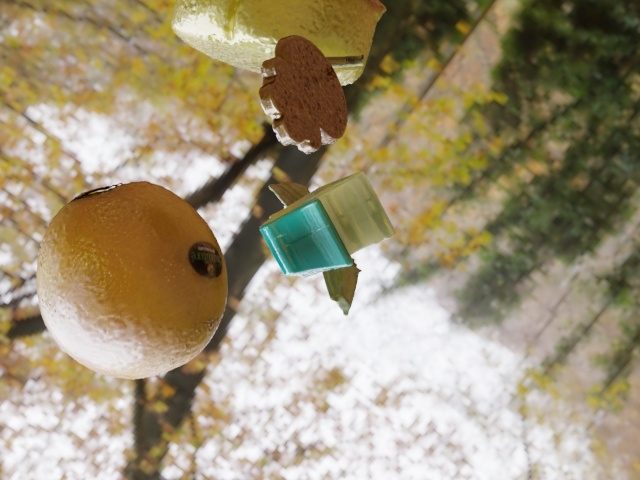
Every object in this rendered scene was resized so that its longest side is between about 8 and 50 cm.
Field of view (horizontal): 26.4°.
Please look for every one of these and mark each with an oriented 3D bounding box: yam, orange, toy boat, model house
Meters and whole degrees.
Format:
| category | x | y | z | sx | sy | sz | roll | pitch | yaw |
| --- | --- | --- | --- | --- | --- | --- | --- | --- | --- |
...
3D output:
| category | x | y | z | sx | sy | sz | roll | pitch | yaw |
| --- | --- | --- | --- | --- | --- | --- | --- | --- | --- |
| yam | -0.003 | -0.197 | 1.513 | 0.107 | 0.014 | 0.014 | -4 | -151 | -15 |
| orange | -0.259 | 0.054 | 1.871 | 0.274 | 0.274 | 0.274 | 34 | -165 | -10 |
| toy boat | 0.000 | 0.000 | 2.019 | 0.093 | 0.055 | 0.293 | 50 | -173 | -40 |
| model house | -0.001 | -0.009 | 1.792 | 0.127 | 0.149 | 0.100 | -18 | 100 | 59 |

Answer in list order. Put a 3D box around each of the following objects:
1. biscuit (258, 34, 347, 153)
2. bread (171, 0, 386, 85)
| category | x | y | z | sx | sy | sz | roll | pitch | yaw |
| --- | --- | --- | --- | --- | --- | --- | --- | --- | --- |
| biscuit | -0.021 | -0.152 | 1.435 | 0.124 | 0.026 | 0.175 | 64 | -153 | -10 |
| bread | -0.057 | -0.289 | 1.717 | 0.270 | 0.148 | 0.270 | 16 | 178 | 1 |
